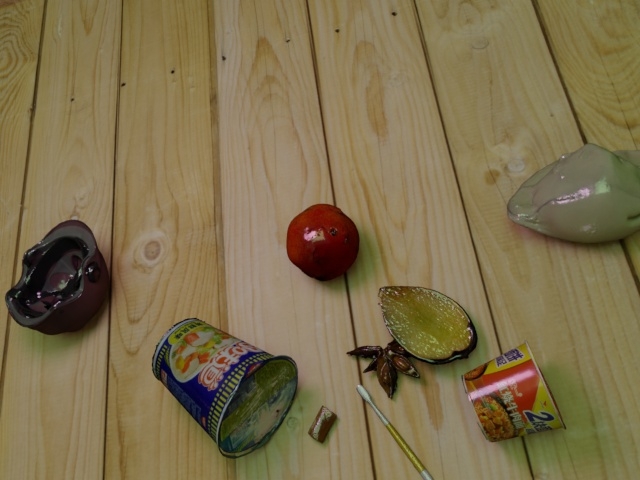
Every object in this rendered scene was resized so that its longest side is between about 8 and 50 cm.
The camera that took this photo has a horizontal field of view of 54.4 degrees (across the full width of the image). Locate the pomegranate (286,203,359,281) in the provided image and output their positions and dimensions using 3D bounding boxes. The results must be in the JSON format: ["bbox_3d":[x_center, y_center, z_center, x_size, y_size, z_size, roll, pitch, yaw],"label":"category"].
[{"bbox_3d":[0.000,0.000,1.700,0.210,0.210,0.235,-44,30,-7],"label":"pomegranate"}]

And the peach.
[{"bbox_3d":[0.259,0.214,1.580,0.279,0.068,0.189,37,63,22],"label":"peach"}]

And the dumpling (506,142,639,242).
[{"bbox_3d":[0.679,-0.132,1.594,0.394,0.233,0.316,-16,30,24],"label":"dumpling"}]

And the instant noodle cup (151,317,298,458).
[{"bbox_3d":[-0.260,0.348,1.590,0.312,0.284,0.284,26,75,33],"label":"instant noodle cup"}]

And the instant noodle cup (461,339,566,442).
[{"bbox_3d":[0.432,0.355,1.416,0.174,0.213,0.213,-25,61,13],"label":"instant noodle cup"}]

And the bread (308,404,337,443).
[{"bbox_3d":[0.005,0.465,1.573,0.046,0.036,0.083,26,74,16],"label":"bread"}]

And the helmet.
[{"bbox_3d":[-0.749,0.130,1.855,0.270,0.197,0.339,6,61,27],"label":"helmet"}]

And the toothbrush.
[{"bbox_3d":[0.179,0.472,1.530,0.021,0.024,0.288,-39,64,-1],"label":"toothbrush"}]

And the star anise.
[{"bbox_3d":[0.183,0.314,1.580,0.212,0.053,0.157,-19,58,2],"label":"star anise"}]
